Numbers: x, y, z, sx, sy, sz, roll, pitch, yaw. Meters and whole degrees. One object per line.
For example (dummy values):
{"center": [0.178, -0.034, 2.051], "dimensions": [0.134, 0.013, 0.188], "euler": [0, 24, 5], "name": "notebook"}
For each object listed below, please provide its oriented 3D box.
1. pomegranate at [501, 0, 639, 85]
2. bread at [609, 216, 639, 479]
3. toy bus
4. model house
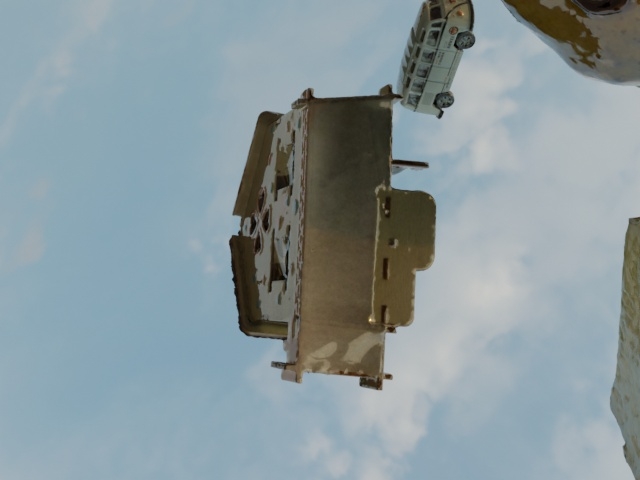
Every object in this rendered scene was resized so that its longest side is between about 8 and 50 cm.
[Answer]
{"center": [0.261, -0.253, 0.663], "dimensions": [0.281, 0.281, 0.281], "euler": [-20, -129, 26], "name": "pomegranate"}
{"center": [0.302, 0.092, 0.464], "dimensions": [0.236, 0.198, 0.263], "euler": [-5, -142, 3], "name": "bread"}
{"center": [0.175, -0.287, 1.373], "dimensions": [0.089, 0.194, 0.087], "euler": [5, -134, -11], "name": "toy bus"}
{"center": [0.000, 0.000, 1.034], "dimensions": [0.244, 0.169, 0.326], "euler": [171, -77, -64], "name": "model house"}
